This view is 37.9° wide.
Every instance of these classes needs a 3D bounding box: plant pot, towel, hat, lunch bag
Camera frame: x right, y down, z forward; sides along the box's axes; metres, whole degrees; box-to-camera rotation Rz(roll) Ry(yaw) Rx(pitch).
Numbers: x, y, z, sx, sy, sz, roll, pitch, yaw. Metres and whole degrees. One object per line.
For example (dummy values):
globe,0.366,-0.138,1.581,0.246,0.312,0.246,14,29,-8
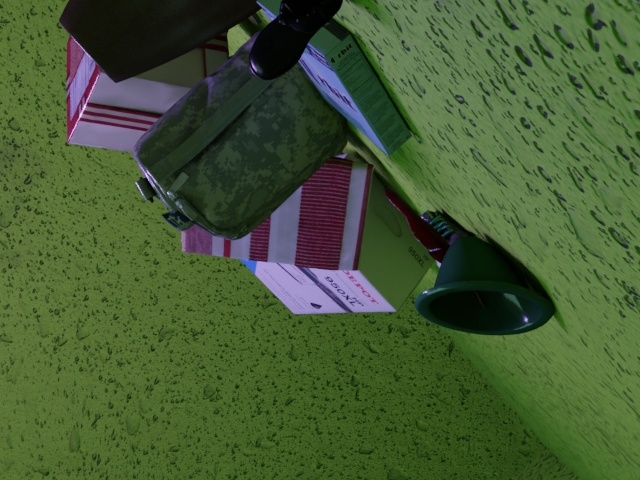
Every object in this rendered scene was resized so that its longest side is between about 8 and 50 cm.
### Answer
plant pot,-0.218,-0.321,1.217,0.215,0.230,0.215,48,179,1
towel,-0.082,-0.060,1.627,0.037,0.329,0.237,-81,-2,-52
hat,0.211,0.010,1.254,0.208,0.183,0.173,19,151,-23
lunch bag,-0.120,-0.154,1.363,0.212,0.305,0.256,47,180,9

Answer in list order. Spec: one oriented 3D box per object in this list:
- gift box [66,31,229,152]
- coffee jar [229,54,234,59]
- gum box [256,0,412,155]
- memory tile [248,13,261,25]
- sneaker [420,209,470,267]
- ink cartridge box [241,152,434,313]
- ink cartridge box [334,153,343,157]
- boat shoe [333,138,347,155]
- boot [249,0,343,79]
gift box,-0.276,-0.293,1.591,0.276,0.258,0.255,-37,53,53
coffee jar,-0.125,-0.304,1.698,0.184,0.096,0.079,-132,31,-74
gum box,0.018,-0.201,1.097,0.157,0.041,0.184,48,178,41
memory tile,-0.146,-0.398,1.447,0.113,0.012,0.148,48,180,20
sneaker,0.175,-0.008,1.373,0.076,0.065,0.166,53,176,-7
ink cartridge box,0.000,0.000,1.898,0.285,0.166,0.395,47,154,-20
ink cartridge box,-0.044,-0.195,2.066,0.197,0.114,0.273,49,178,-29
boat shoe,0.013,-0.184,1.603,0.076,0.083,0.226,19,-178,-9
boot,-0.023,-0.198,0.840,0.045,0.121,0.099,46,-175,-2
